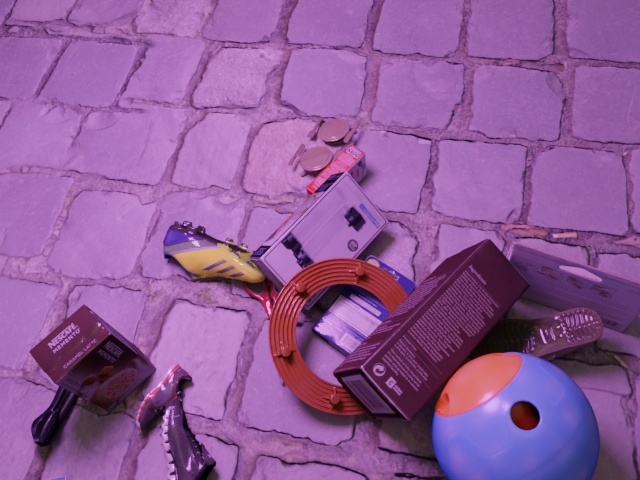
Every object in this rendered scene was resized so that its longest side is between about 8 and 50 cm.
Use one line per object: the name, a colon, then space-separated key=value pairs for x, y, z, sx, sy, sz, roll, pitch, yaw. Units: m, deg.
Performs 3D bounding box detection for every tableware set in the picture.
tableware set: x=0.016 y=-0.244 z=1.605 sx=0.128 sy=0.039 sz=0.194 roll=14 pitch=58 yaw=28

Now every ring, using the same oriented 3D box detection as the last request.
ring: x=0.057 y=0.197 z=1.297 sx=0.336 sy=0.032 sz=0.337 roll=3 pitch=74 yaw=-10

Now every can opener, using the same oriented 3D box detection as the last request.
can opener: x=-0.574 y=0.365 z=1.349 sx=0.073 sy=0.059 sz=0.186 roll=-7 pitch=47 yaw=35

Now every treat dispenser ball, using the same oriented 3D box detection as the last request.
treat dispenser ball: x=0.344 y=0.346 z=1.095 sx=0.287 sy=0.288 sz=0.289 roll=-3 pitch=61 yaw=6

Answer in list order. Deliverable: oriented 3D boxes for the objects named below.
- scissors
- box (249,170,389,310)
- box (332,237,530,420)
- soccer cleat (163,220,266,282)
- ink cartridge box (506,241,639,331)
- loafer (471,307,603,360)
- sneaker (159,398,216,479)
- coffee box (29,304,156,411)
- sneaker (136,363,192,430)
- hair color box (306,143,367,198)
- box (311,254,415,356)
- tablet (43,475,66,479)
scissors: x=-0.094 y=0.177 z=1.399 sx=0.108 sy=0.021 sz=0.297 roll=-21 pitch=59 yaw=-6
box: x=0.000 y=0.000 z=1.398 sx=0.290 sy=0.087 sz=0.169 roll=-45 pitch=107 yaw=-16
box: x=0.219 y=0.179 z=1.220 sx=0.381 sy=0.191 sz=0.143 roll=-43 pitch=89 yaw=-21
soccer cleat: x=-0.255 y=0.050 z=1.463 sx=0.289 sy=0.093 sz=0.121 roll=24 pitch=101 yaw=20
ink cartridge box: x=0.516 y=0.078 z=1.243 sx=0.274 sy=0.239 sz=0.060 roll=20 pitch=66 yaw=17
loafer: x=0.447 y=0.213 z=1.269 sx=0.268 sy=0.092 sz=0.102 roll=-13 pitch=58 yaw=19
sneaker: x=-0.268 y=0.441 z=1.253 sx=0.106 sy=0.078 sz=0.235 roll=-10 pitch=65 yaw=-1
coffee box: x=-0.468 y=0.253 z=1.282 sx=0.098 sy=0.247 sz=0.141 roll=39 pitch=73 yaw=24
sneaker: x=-0.337 y=0.347 z=1.322 sx=0.064 sy=0.061 sz=0.158 roll=27 pitch=69 yaw=14
hair color box: x=0.042 y=-0.150 z=1.517 sx=0.053 sy=0.093 sz=0.167 roll=38 pitch=72 yaw=24
box: x=0.102 y=0.153 z=1.376 sx=0.136 sy=0.037 sz=0.225 roll=33 pitch=72 yaw=22
tablet: x=-0.577 y=0.532 z=1.284 sx=0.083 sy=0.006 sz=0.054 roll=-12 pitch=60 yaw=1
